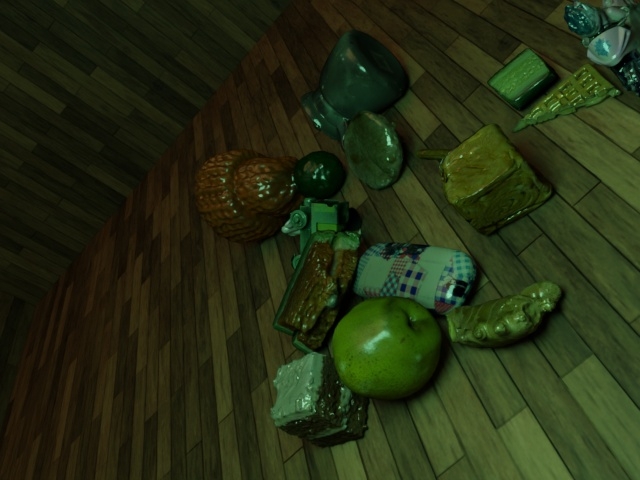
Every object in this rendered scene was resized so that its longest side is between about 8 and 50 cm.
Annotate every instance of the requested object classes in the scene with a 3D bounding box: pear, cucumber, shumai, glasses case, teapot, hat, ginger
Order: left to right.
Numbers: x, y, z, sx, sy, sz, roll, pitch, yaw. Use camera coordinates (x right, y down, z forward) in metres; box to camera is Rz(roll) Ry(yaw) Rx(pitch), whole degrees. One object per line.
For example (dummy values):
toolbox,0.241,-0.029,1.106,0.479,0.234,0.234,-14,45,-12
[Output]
hat,-0.137,-0.127,1.759,0.401,0.285,0.285,-2,57,41
teapot,0.098,-0.375,1.759,0.285,0.305,0.223,-43,-5,34
shumai,0.148,-0.228,1.570,0.120,0.201,0.201,-23,12,-33
pear,0.112,0.185,1.120,0.198,0.198,0.198,-36,34,30
glasses case,0.172,0.070,1.257,0.328,0.076,0.125,5,63,59
ginger,0.285,0.132,1.023,0.206,0.081,0.115,-32,25,34
cucumber,0.421,-0.323,1.315,0.115,0.062,0.116,-43,39,24

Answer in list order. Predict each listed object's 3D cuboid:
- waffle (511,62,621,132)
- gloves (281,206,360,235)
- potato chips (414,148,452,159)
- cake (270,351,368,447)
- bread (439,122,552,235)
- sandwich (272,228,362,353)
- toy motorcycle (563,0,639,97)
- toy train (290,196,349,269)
waffle,0.458,-0.243,1.216,0.191,0.032,0.125,-43,34,24
gloves,0.000,-0.036,1.601,0.229,0.097,0.119,-5,96,35
potato chips,0.281,-0.196,1.419,0.026,0.037,0.204,-52,23,-15
cake,-0.002,0.298,1.206,0.135,0.147,0.135,-29,37,37
bread,0.312,-0.107,1.167,0.158,0.149,0.143,-40,36,25
sandwich,-0.011,0.114,1.378,0.212,0.109,0.292,-85,20,-69
toy motorcycle,0.501,-0.369,1.102,0.108,0.204,0.239,-48,25,35
toy train,0.000,0.000,1.502,0.132,0.083,0.200,5,105,29
